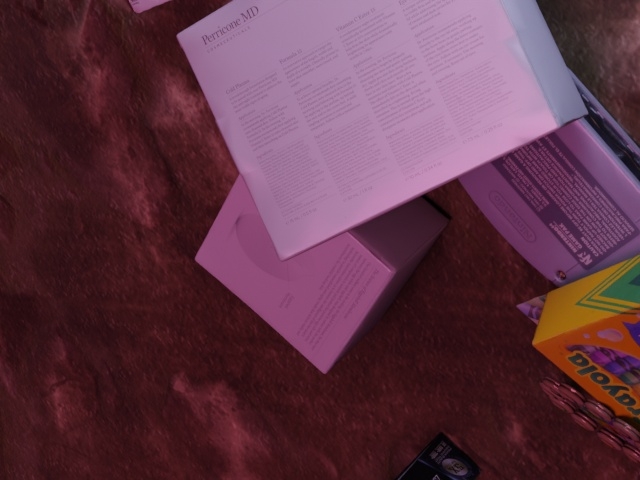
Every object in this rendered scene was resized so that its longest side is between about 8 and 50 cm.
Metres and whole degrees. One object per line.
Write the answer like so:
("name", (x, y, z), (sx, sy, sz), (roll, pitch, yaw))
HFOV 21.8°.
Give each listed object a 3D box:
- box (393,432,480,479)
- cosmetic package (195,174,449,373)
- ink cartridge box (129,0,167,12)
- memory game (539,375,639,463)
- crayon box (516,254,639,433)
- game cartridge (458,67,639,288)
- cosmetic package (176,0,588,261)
("box", (0.110, 0.360, 2.197), (0.077, 0.147, 0.180), (43, 136, 7))
("cosmetic package", (0.000, 0.000, 2.038), (0.224, 0.138, 0.224), (42, 137, 10))
("ink cartridge box", (-0.157, -0.325, 1.937), (0.099, 0.135, 0.056), (-13, 110, 43))
("memory game", (0.331, 0.216, 1.935), (0.186, 0.012, 0.186), (36, 172, 6))
("crayon box", (0.381, 0.111, 1.800), (0.203, 0.083, 0.323), (39, 142, -21))
("game cartridge", (0.261, -0.068, 1.840), (0.297, 0.062, 0.198), (49, 142, 0))
("cosmetic package", (0.059, -0.180, 1.791), (0.377, 0.097, 0.284), (-25, 91, 32))
